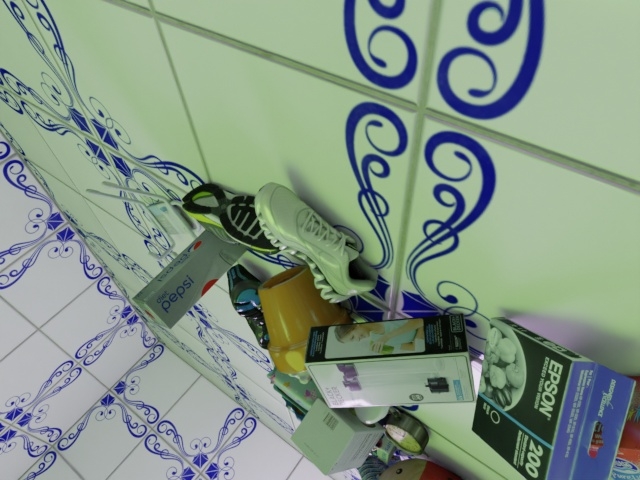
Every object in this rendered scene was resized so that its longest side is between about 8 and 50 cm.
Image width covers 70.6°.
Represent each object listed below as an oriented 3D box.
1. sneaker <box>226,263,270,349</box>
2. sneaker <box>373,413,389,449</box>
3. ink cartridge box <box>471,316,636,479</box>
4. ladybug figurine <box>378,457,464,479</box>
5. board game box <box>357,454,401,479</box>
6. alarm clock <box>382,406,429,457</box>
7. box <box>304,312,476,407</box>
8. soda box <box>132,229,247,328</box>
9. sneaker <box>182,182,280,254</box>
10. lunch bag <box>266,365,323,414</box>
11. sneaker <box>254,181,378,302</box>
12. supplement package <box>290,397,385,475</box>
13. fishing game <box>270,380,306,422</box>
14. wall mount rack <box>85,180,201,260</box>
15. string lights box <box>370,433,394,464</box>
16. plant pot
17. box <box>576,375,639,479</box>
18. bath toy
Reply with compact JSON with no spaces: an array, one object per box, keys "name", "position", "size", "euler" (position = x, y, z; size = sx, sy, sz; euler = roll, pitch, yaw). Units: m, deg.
[{"name":"sneaker","position":[-0.171,0.199,1.333],"size":[0.139,0.125,0.340],"euler":[54,169,43]},{"name":"sneaker","position":[0.119,0.649,1.445],"size":[0.131,0.112,0.318],"euler":[31,120,4]},{"name":"ink cartridge box","position":[0.316,0.244,0.652],"size":[0.208,0.045,0.206],"euler":[-152,65,-62]},{"name":"ladybug figurine","position":[0.388,0.804,1.325],"size":[0.450,0.161,0.305],"euler":[30,-174,19]},{"name":"board game box","position":[0.235,0.823,1.533],"size":[0.194,0.060,0.194],"euler":[24,-163,-33]},{"name":"alarm clock","position":[0.242,0.542,1.306],"size":[0.130,0.064,0.192],"euler":[1,129,45]},{"name":"box","position":[0.133,0.233,0.853],"size":[0.290,0.087,0.169],"euler":[-7,131,16]},{"name":"soda box","position":[-0.325,0.084,1.148],"size":[0.091,0.286,0.098],"euler":[1,132,49]},{"name":"sneaker","position":[-0.180,-0.037,1.017],"size":[0.300,0.111,0.121],"euler":[27,159,36]},{"name":"lunch bag","position":[-0.035,0.464,1.453],"size":[0.224,0.160,0.262],"euler":[32,160,16]},{"name":"sneaker","position":[0.000,0.000,0.837],"size":[0.118,0.110,0.292],"euler":[-11,131,47]},{"name":"supplement package","position":[0.056,0.532,1.245],"size":[0.139,0.133,0.244],"euler":[34,179,33]},{"name":"fishing game","position":[-0.052,0.555,1.522],"size":[0.264,0.041,0.189],"euler":[41,-173,23]},{"name":"wall mount rack","position":[-0.513,-0.072,1.334],"size":[0.350,0.130,0.304],"euler":[-2,129,51]},{"name":"string lights box","position":[0.141,0.654,1.572],"size":[0.260,0.076,0.133],"euler":[27,146,26]},{"name":"plant pot","position":[-0.047,0.166,1.035],"size":[0.205,0.205,0.187],"euler":[-9,108,55]},{"name":"box","position":[0.438,0.280,0.640],"size":[0.128,0.122,0.257],"euler":[44,152,-4]},{"name":"bath toy","position":[0.040,0.353,1.239],"size":[0.348,0.151,0.129],"euler":[32,-173,13]}]
